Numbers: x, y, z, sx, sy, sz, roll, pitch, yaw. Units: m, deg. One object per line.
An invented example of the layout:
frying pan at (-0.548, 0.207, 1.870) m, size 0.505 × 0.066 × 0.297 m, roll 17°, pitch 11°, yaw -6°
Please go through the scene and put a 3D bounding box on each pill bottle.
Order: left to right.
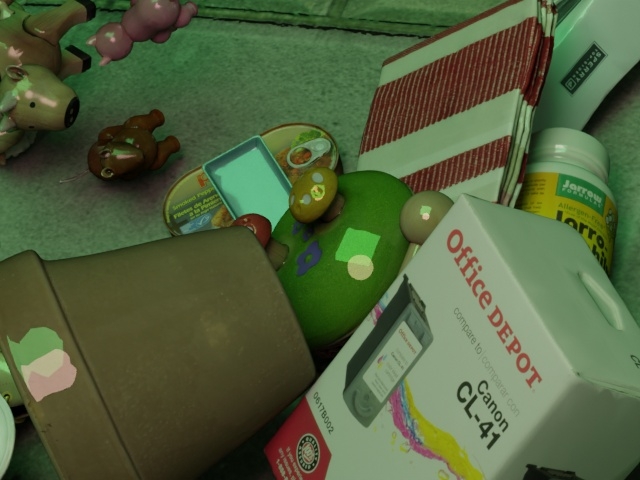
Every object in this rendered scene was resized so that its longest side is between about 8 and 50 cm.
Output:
pill bottle at (0.206, 0.004, 1.791) m, size 0.117 × 0.118 × 0.208 m, roll 1°, pitch 51°, yaw 19°

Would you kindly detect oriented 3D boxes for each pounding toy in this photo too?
pounding toy at (0.000, 0.000, 1.768) m, size 0.183 × 0.110 × 0.237 m, roll -59°, pitch 30°, yaw -7°

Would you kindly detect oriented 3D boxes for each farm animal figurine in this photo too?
farm animal figurine at (-0.286, -0.196, 1.965) m, size 0.326 × 0.330 × 0.172 m, roll 16°, pitch 36°, yaw 35°

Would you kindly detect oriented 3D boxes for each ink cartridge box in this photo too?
ink cartridge box at (0.113, 0.150, 1.585) m, size 0.306 × 0.131 × 0.226 m, roll -55°, pitch 40°, yaw 26°

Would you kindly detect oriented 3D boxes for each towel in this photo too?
towel at (0.105, -0.059, 1.825) m, size 0.237 × 0.037 × 0.329 m, roll -20°, pitch 47°, yaw 48°

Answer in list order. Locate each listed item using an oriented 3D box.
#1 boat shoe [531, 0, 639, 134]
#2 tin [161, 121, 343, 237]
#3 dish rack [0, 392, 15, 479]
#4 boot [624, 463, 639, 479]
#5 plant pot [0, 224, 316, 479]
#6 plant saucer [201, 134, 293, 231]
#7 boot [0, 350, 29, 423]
boat shoe at (0.210, -0.155, 1.944) m, size 0.301 × 0.108 × 0.102 m, roll -48°, pitch 19°, yaw -7°
tin at (-0.067, -0.050, 1.982) m, size 0.189 × 0.040 × 0.106 m, roll -28°, pitch 52°, yaw -6°
dish rack at (-0.440, 0.208, 1.773) m, size 0.333 × 0.072 × 0.285 m, roll -51°, pitch 50°, yaw 9°
boot at (0.284, 0.138, 1.632) m, size 0.208 × 0.190 × 0.076 m, roll 7°, pitch 20°, yaw 31°
plant pot at (-0.133, 0.101, 1.663) m, size 0.229 × 0.263 × 0.263 m, roll -24°, pitch 48°, yaw -6°
plant saucer at (-0.041, -0.012, 1.917) m, size 0.067 × 0.018 × 0.192 m, roll -29°, pitch 67°, yaw -8°
boot at (-0.303, 0.164, 1.839) m, size 0.262 × 0.095 × 0.203 m, roll 26°, pitch 67°, yaw 26°
